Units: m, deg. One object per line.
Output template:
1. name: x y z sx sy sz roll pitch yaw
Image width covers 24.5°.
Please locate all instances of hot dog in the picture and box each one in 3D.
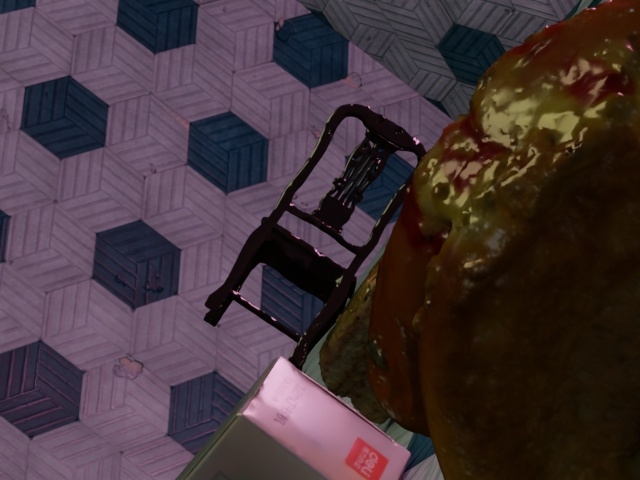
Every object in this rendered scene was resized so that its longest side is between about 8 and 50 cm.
1. hot dog: 0.114 -0.007 0.589 0.256 0.153 0.150 -52 1 19

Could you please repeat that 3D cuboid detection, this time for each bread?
1. bread: 0.077 0.065 1.288 0.138 0.102 0.196 -51 -2 -35

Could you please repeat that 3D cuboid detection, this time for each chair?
1. chair: 0.000 0.000 1.322 0.229 0.106 0.113 -55 -3 -10

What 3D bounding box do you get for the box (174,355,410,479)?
1. box: -0.058 0.217 1.151 0.269 0.135 0.079 -52 1 40
